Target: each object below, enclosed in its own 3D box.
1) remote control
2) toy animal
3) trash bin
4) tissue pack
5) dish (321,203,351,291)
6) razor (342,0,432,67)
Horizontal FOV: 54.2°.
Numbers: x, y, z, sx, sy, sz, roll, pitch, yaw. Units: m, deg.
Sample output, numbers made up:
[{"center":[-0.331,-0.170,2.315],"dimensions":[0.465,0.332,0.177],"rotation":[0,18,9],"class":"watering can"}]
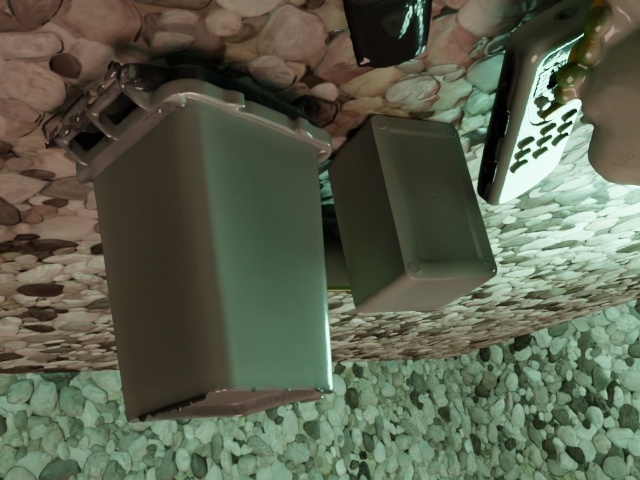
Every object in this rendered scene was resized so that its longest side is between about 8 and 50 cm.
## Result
[{"center":[0.267,-0.156,0.776],"dimensions":[0.140,0.056,0.296],"rotation":[-30,150,-14],"class":"remote control"},{"center":[0.376,-0.160,0.619],"dimensions":[0.247,0.310,0.183],"rotation":[29,-167,17],"class":"toy animal"},{"center":[-0.138,0.012,0.721],"dimensions":[0.255,0.368,0.296],"rotation":[-25,154,36],"class":"trash bin"},{"center":[0.125,-0.035,0.892],"dimensions":[0.159,0.246,0.136],"rotation":[2,156,-26],"class":"tissue pack"},{"center":[0.000,0.000,1.050],"dimensions":[0.324,0.124,0.324],"rotation":[1,-175,0],"class":"dish"},{"center":[0.067,-0.232,0.614],"dimensions":[0.090,0.054,0.148],"rotation":[-11,161,4],"class":"razor"}]
